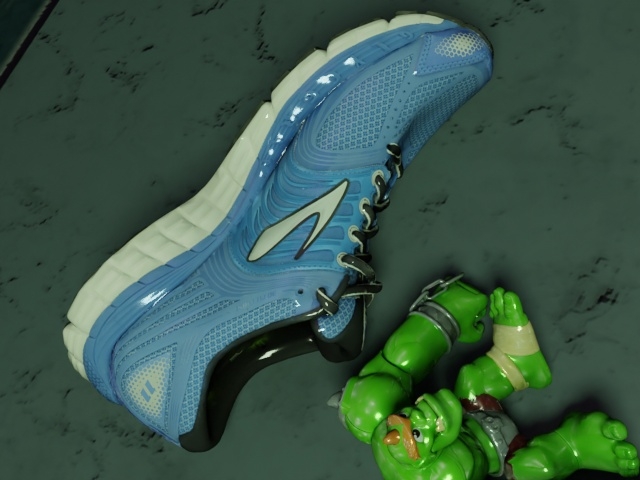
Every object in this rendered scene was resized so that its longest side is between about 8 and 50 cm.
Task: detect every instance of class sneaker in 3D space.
[{"bbox_3d":[0.000,0.000,0.723,0.147,0.130,0.330,43,89,22],"label":"sneaker"}]

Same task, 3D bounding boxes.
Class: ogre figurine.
[{"bbox_3d":[0.088,0.108,0.625,0.118,0.097,0.197,-29,68,-13],"label":"ogre figurine"}]
